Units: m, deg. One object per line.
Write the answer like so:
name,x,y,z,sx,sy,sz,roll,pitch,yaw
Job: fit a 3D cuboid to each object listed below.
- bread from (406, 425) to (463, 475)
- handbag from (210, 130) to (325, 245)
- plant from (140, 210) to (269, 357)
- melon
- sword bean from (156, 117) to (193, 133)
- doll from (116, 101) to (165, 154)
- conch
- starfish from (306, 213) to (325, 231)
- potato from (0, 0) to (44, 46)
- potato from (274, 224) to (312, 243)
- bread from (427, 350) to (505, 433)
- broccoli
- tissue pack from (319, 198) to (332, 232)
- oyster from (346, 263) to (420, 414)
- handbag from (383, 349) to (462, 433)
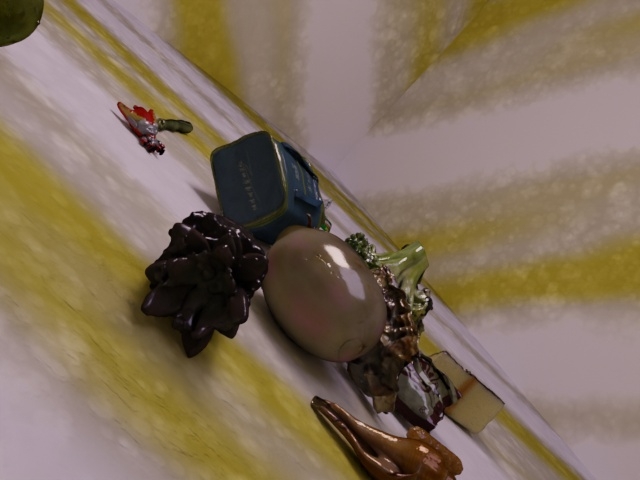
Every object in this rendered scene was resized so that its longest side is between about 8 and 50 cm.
bread,0.244,0.450,1.701,0.157,0.044,0.052,41,4,-20
handbag,-0.131,-0.130,2.055,0.241,0.222,0.263,25,49,-65
plant,-0.188,0.061,1.301,0.181,0.194,0.321,30,7,-3
melon,0.002,0.110,1.656,0.317,0.223,0.223,52,13,33
sword bean,-0.433,-0.338,2.341,0.043,0.038,0.269,19,8,6
doll,-0.444,-0.282,2.021,0.109,0.057,0.169,6,51,-47
conch,0.114,0.378,1.397,0.330,0.109,0.093,26,-37,23
starfish,-0.005,0.002,1.998,0.130,0.041,0.133,62,10,26
potato,-0.690,-0.518,1.592,0.304,0.215,0.216,54,12,10
potato,-0.024,0.072,1.886,0.174,0.159,0.251,47,10,-43
bread,0.366,0.386,2.175,0.240,0.135,0.178,40,11,-7
broccoli,0.185,0.132,2.326,0.334,0.271,0.324,15,68,-83
tissue pack,-0.033,-0.065,2.431,0.148,0.156,0.209,40,11,-2
oyster,0.111,0.200,1.733,0.107,0.201,0.355,22,34,-25
handbag,0.206,0.318,1.841,0.235,0.127,0.213,41,33,16
